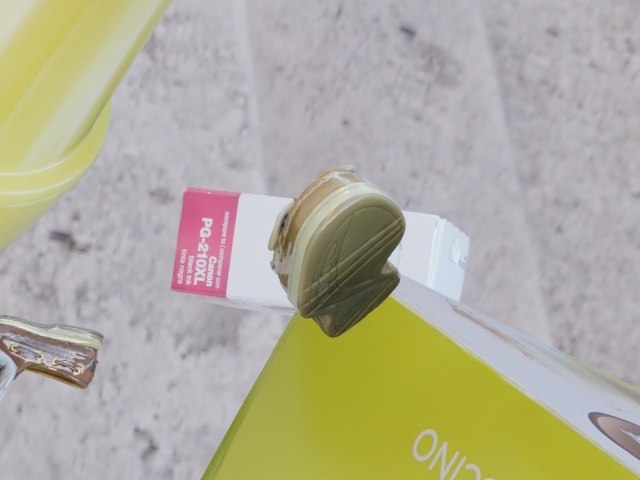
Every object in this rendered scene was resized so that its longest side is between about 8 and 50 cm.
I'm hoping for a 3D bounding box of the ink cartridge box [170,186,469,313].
[{"bbox_3d":[0.004,0.021,1.768,0.237,0.172,0.100,7,85,13],"label":"ink cartridge box"}]

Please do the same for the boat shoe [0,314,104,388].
[{"bbox_3d":[-0.295,0.104,1.842,0.178,0.064,0.060,11,80,-22],"label":"boat shoe"}]

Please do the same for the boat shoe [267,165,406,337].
[{"bbox_3d":[0.002,-0.001,0.781,0.056,0.153,0.048,-40,77,-3],"label":"boat shoe"}]

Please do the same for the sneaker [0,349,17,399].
[{"bbox_3d":[-0.312,0.132,1.461,0.090,0.115,0.232,50,29,-4],"label":"sneaker"}]

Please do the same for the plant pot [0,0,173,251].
[{"bbox_3d":[-0.183,-0.149,0.993,0.254,0.239,0.254,32,37,-28],"label":"plant pot"}]

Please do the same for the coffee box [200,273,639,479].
[{"bbox_3d":[0.117,0.255,0.971,0.334,0.338,0.337,26,6,-33],"label":"coffee box"}]
